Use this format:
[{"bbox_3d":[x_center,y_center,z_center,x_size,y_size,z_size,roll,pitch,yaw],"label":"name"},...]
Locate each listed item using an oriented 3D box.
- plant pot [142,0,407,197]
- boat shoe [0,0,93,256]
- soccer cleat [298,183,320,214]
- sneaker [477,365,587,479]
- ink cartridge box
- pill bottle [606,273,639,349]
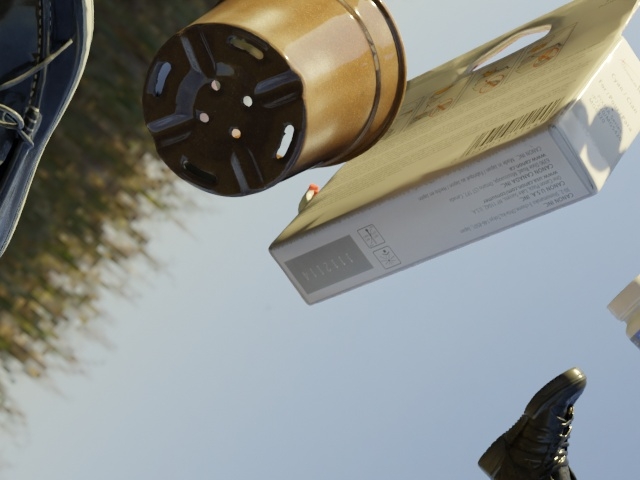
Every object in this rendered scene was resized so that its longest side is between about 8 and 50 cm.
[{"bbox_3d":[-0.039,-0.112,1.186,0.167,0.167,0.165,-44,180,27],"label":"plant pot"},{"bbox_3d":[-0.358,-0.145,1.649,0.156,0.187,0.500,-60,173,-57],"label":"boat shoe"},{"bbox_3d":[0.000,0.000,1.674,0.196,0.068,0.076,-89,-167,-74],"label":"soccer cleat"},{"bbox_3d":[0.197,0.192,1.402,0.051,0.089,0.170,-14,148,-49],"label":"sneaker"},{"bbox_3d":[0.130,-0.083,1.263,0.296,0.066,0.261,-23,-160,43],"label":"ink cartridge box"},{"bbox_3d":[0.376,0.098,1.731,0.078,0.137,0.078,-42,169,-10],"label":"pill bottle"}]
